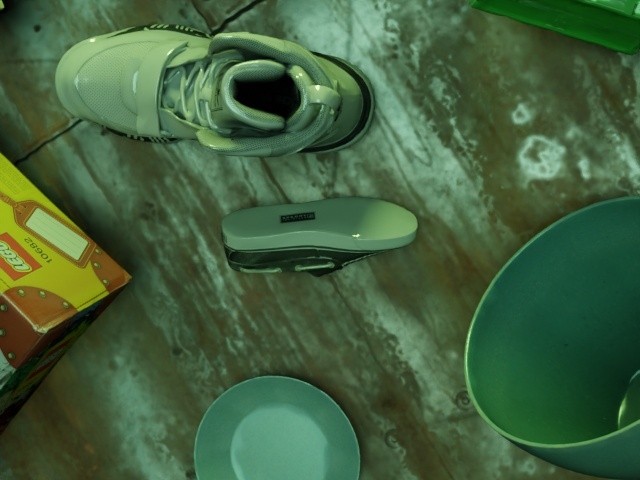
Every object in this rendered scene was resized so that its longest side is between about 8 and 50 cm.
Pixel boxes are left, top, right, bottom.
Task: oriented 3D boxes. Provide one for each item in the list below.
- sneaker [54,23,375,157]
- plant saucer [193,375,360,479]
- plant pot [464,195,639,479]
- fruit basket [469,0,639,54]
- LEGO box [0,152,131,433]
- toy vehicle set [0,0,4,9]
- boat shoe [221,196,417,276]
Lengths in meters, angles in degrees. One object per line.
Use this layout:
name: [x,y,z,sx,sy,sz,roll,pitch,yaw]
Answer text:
sneaker: [-0.132,-0.165,1.251,0.366,0.210,0.137,7,95,8]
plant saucer: [-0.048,0.249,1.357,0.195,0.037,0.194,1,94,10]
plant pot: [0.321,0.126,1.195,0.290,0.290,0.195,-42,124,10]
fruit basket: [0.289,-0.385,1.184,0.327,0.165,0.352,17,87,-4]
LEGO box: [-0.525,0.021,1.299,0.500,0.193,0.372,43,113,4]
toy vehicle set: [-0.475,-0.285,1.322,0.267,0.035,0.165,-20,93,39]
boat shoe: [0.000,0.000,1.319,0.220,0.077,0.070,-1,129,6]
